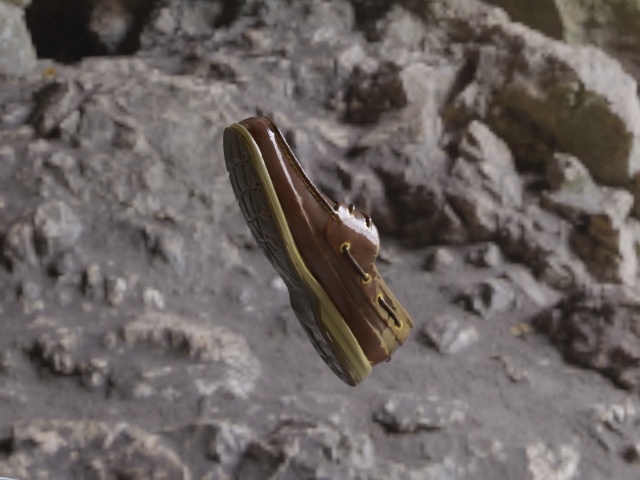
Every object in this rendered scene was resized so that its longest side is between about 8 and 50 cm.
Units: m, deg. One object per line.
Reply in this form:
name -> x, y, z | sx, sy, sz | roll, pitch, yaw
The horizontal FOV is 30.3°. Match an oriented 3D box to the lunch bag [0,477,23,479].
lunch bag -> -0.146, 0.115, 0.426 | 0.071, 0.053, 0.083 | -17, 11, 31

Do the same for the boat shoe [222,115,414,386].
boat shoe -> 0.000, 0.000, 0.680 | 0.060, 0.178, 0.064 | -33, 26, -13
